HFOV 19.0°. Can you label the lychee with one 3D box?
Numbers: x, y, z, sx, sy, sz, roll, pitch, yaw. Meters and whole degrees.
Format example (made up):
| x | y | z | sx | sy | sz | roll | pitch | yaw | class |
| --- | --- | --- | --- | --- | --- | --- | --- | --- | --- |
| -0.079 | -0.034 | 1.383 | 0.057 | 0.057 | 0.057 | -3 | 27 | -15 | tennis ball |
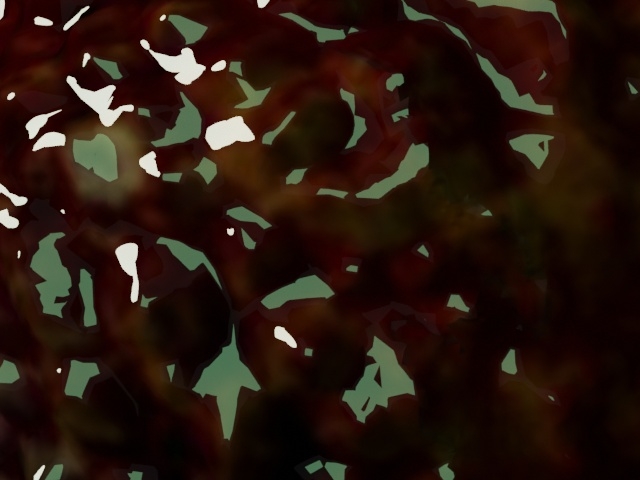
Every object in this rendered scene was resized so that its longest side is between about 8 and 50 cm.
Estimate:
| x | y | z | sx | sy | sz | roll | pitch | yaw | class |
| --- | --- | --- | --- | --- | --- | --- | --- | --- | --- |
| 0.000 | 0.000 | 0.717 | 0.424 | 0.500 | 0.425 | -30 | 51 | 47 | lychee |
